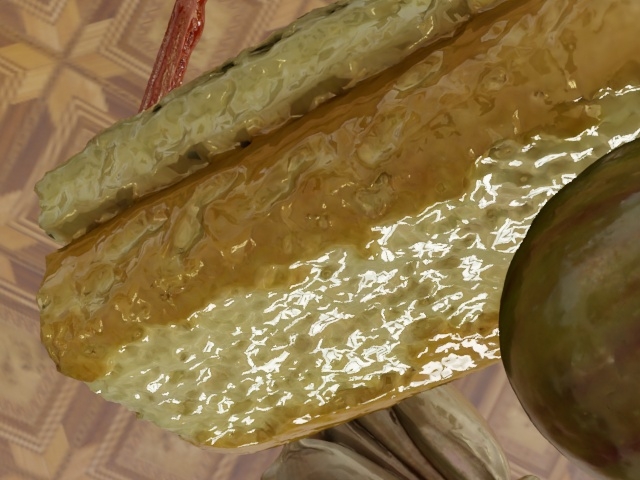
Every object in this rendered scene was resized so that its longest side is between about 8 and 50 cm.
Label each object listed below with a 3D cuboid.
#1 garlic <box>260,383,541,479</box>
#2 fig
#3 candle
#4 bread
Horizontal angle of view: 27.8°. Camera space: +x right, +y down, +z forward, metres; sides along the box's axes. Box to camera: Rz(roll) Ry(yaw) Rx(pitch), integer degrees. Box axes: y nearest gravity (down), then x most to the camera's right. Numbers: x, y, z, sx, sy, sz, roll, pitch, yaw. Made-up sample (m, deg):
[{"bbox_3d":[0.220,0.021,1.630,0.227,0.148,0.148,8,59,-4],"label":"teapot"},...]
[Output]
[{"bbox_3d":[0.063,0.242,1.284,0.292,0.237,0.210,30,45,2],"label":"garlic"},{"bbox_3d":[0.154,0.019,0.477,0.148,0.186,0.142,42,49,6],"label":"fig"},{"bbox_3d":[-0.199,-0.223,1.709,0.051,0.048,0.329,19,89,-18],"label":"candle"},{"bbox_3d":[0.055,-0.019,0.700,0.375,0.165,0.236,-27,141,25],"label":"bread"}]
